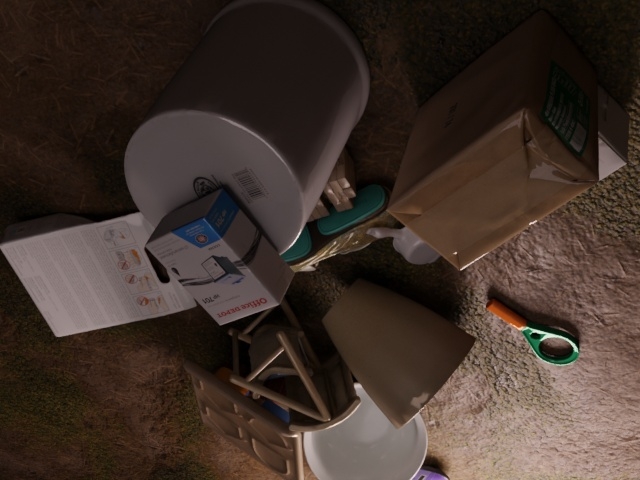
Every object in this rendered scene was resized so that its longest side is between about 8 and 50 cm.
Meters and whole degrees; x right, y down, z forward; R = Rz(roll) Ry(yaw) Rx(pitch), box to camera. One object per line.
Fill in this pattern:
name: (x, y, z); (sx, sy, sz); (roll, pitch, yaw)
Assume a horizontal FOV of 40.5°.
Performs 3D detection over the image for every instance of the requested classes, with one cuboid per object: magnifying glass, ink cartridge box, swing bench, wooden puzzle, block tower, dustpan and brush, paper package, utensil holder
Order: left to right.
ink cartridge box: (-0.523, 0.064, 2.089); (0.385, 0.091, 0.308); (-13, 125, 9)
ink cartridge box: (-0.156, 0.029, 1.369); (0.139, 0.082, 0.191); (-22, 118, 35)
utensil holder: (-0.117, -0.193, 1.479); (0.327, 0.385, 0.327); (11, 133, 12)
wooden puzzle: (-0.160, 0.424, 2.048); (0.322, 0.080, 0.348); (29, 151, 23)
block tower: (-0.091, -0.079, 1.715); (0.335, 0.097, 0.091); (-16, 139, 18)
swing bench: (-0.061, 0.277, 1.930); (0.165, 0.253, 0.254); (-43, 108, 9)
dustpan and brush: (0.178, -0.007, 1.710); (0.147, 0.211, 0.060); (-50, 59, 40)
paper package: (0.284, -0.163, 1.400); (0.168, 0.325, 0.309); (39, 131, -15)
magnifying glass: (0.453, 0.194, 1.855); (0.231, 0.026, 0.092); (32, 133, -11)
ink cartridge box: (0.413, -0.146, 1.480); (0.093, 0.154, 0.212); (38, 131, -14)

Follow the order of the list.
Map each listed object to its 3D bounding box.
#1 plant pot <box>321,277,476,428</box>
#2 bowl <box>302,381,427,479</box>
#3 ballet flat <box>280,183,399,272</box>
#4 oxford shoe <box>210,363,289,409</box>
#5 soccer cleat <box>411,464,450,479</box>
plant pot: (0.144, 0.216, 1.863); (0.274, 0.256, 0.256); (41, 133, 6)
bowl: (0.104, 0.459, 2.102); (0.298, 0.134, 0.298); (0, 103, -1)
ballet flat: (0.000, 0.000, 1.746); (0.348, 0.123, 0.123); (-23, 120, 12)
oxford shoe: (-0.125, 0.382, 2.177); (0.348, 0.123, 0.130); (-1, 133, 35)
soccer cleat: (0.194, 0.671, 2.301); (0.318, 0.116, 0.108); (-14, 124, 30)
